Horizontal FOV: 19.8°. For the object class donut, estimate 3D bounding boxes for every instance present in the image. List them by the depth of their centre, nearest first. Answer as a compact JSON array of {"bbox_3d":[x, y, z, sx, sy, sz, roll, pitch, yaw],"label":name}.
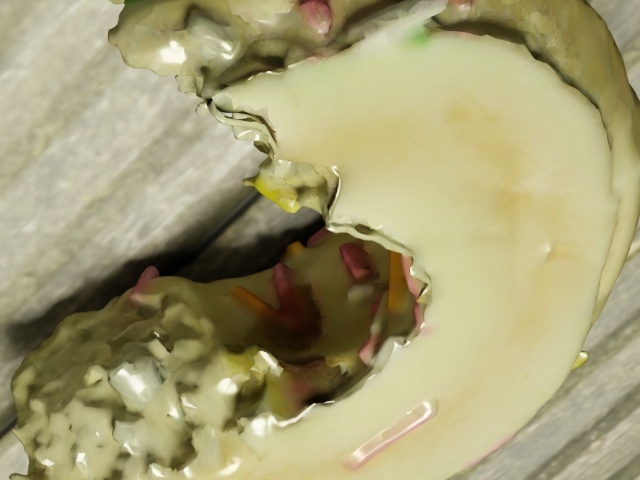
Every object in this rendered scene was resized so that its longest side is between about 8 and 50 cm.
[{"bbox_3d":[0.008,-0.006,0.909,0.307,0.150,0.371,-3,132,-24],"label":"donut"}]
